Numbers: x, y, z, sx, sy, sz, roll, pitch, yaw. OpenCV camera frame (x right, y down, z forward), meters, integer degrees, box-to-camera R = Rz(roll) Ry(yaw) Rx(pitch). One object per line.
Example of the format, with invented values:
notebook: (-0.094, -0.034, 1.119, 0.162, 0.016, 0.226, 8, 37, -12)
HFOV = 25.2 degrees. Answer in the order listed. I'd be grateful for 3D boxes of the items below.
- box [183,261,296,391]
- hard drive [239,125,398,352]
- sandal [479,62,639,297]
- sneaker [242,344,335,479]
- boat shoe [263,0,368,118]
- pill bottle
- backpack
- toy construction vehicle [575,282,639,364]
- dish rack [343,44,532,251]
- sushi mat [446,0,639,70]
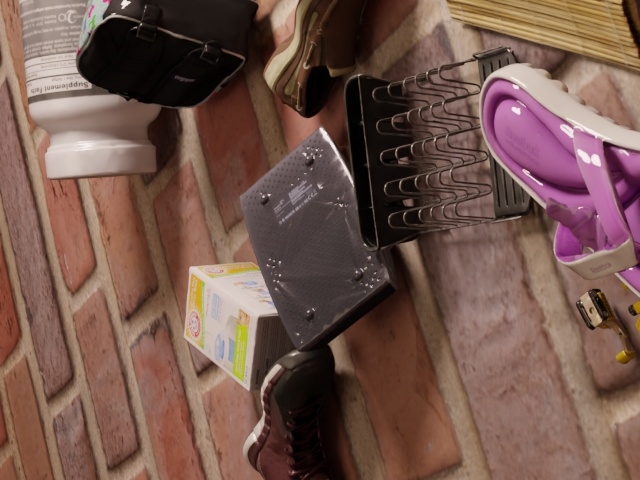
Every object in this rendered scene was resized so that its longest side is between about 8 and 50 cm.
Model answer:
box: (-0.097, 0.115, 1.972, 0.203, 0.103, 0.114, 32, 120, 53)
hard drive: (0.000, 0.000, 1.782, 0.172, 0.054, 0.254, -40, 52, 23)
sandal: (0.246, -0.030, 1.312, 0.416, 0.102, 0.169, -135, 31, -54)
sneaker: (-0.009, 0.265, 1.875, 0.162, 0.106, 0.281, 57, 150, 29)
boat shoe: (0.018, -0.246, 1.759, 0.095, 0.095, 0.257, 56, 147, 17)
pill bottle: (-0.356, -0.280, 2.233, 0.210, 0.210, 0.363, -2, 93, 59)
backpack: (-0.225, -0.294, 2.012, 0.253, 0.225, 0.191, 138, 143, -58)
toy construction vehicle: (0.298, 0.060, 1.395, 0.086, 0.035, 0.098, -48, 57, 37)
dish rack: (0.133, -0.103, 1.593, 0.271, 0.074, 0.208, -10, 87, 58)
sushi mat: (0.205, -0.266, 1.444, 0.316, 0.019, 0.151, 29, 149, 54)
